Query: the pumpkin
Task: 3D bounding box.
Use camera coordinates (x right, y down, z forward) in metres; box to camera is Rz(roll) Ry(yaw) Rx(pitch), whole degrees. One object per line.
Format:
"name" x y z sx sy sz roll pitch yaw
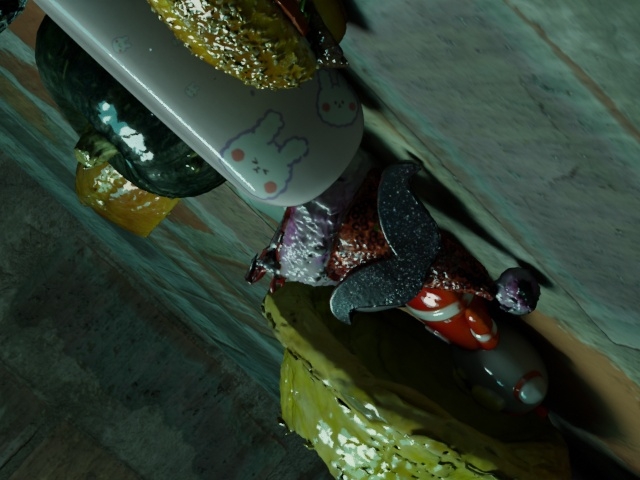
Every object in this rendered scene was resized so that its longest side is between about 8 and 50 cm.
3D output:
"pumpkin" -0.149 -0.122 1.254 0.211 0.152 0.211 51 180 0

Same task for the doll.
"doll" 0.135 0.083 1.324 0.245 0.076 0.142 52 173 -30

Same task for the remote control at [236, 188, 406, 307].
"remote control" 0.001 -0.002 1.516 0.256 0.045 0.097 36 168 36

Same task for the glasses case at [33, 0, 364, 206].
"glasses case" -0.095 -0.146 1.069 0.297 0.113 0.075 42 168 -13

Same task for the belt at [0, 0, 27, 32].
"belt" -0.355 -0.248 1.543 0.058 0.105 0.140 40 -146 6

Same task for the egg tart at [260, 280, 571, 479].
"egg tart" 0.081 0.168 1.433 0.345 0.132 0.345 28 -170 -5

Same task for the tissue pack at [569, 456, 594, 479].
"tissue pack" 0.234 0.318 1.698 0.338 0.160 0.242 44 168 -13

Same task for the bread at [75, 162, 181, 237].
"bread" -0.212 -0.079 1.704 0.129 0.134 0.260 41 170 -9

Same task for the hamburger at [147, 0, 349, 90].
"hamburger" -0.060 -0.161 0.955 0.137 0.087 0.166 31 166 42

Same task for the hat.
"hat" 0.064 0.013 1.185 0.227 0.140 0.129 25 176 14
